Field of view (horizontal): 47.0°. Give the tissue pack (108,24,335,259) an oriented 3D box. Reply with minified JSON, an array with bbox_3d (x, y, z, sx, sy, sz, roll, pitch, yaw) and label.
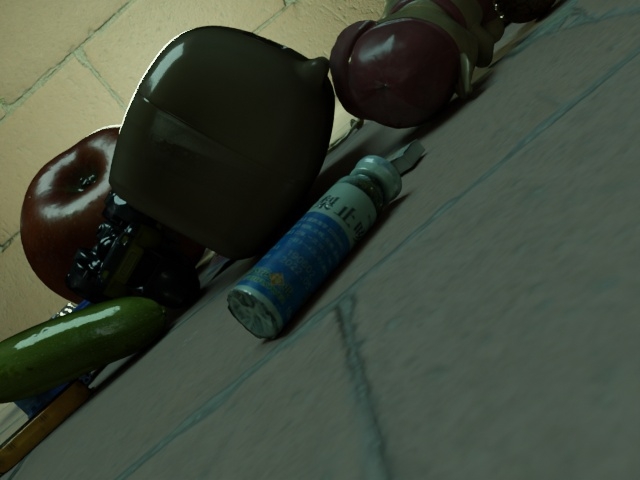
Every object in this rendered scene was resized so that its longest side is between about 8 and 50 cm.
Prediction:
[{"bbox_3d":[-0.118,-0.163,1.040,0.277,0.267,0.387,-63,4,13],"label":"tissue pack"}]

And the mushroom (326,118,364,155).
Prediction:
[{"bbox_3d":[-0.027,-0.136,1.385,0.286,0.026,0.028,-42,-6,-3],"label":"mushroom"}]

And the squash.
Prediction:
[{"bbox_3d":[-0.361,0.154,0.959,0.340,0.095,0.094,-20,12,3],"label":"squash"}]

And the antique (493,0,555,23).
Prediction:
[{"bbox_3d":[0.264,-0.334,0.962,0.104,0.104,0.104,-39,10,8],"label":"antique"}]

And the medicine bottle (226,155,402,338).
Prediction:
[{"bbox_3d":[0.000,0.000,0.604,0.191,0.051,0.051,-48,13,-34],"label":"medicine bottle"}]

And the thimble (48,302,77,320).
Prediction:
[{"bbox_3d":[-0.589,0.220,1.663,0.150,0.098,0.150,-39,9,8],"label":"thimble"}]

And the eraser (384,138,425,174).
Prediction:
[{"bbox_3d":[0.068,-0.073,0.758,0.083,0.019,0.038,-29,13,46],"label":"eraser"}]

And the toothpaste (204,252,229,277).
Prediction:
[{"bbox_3d":[-0.136,-0.002,1.155,0.067,0.043,0.194,-34,17,17],"label":"toothpaste"}]

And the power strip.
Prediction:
[{"bbox_3d":[-0.370,0.246,0.953,0.178,0.028,0.049,-44,12,-18],"label":"power strip"}]

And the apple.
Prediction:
[{"bbox_3d":[-0.366,-0.043,1.334,0.348,0.277,0.349,-13,52,18],"label":"apple"}]

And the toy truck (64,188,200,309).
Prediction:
[{"bbox_3d":[-0.262,0.024,1.075,0.147,0.165,0.224,-61,19,1],"label":"toy truck"}]

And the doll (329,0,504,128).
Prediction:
[{"bbox_3d":[0.119,-0.236,0.908,0.196,0.152,0.256,-16,35,44],"label":"doll"}]

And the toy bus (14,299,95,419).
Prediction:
[{"bbox_3d":[-0.369,0.163,1.116,0.079,0.094,0.236,-33,13,36],"label":"toy bus"}]

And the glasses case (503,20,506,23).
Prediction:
[{"bbox_3d":[0.243,-0.349,1.178,0.266,0.067,0.103,-38,9,17],"label":"glasses case"}]
